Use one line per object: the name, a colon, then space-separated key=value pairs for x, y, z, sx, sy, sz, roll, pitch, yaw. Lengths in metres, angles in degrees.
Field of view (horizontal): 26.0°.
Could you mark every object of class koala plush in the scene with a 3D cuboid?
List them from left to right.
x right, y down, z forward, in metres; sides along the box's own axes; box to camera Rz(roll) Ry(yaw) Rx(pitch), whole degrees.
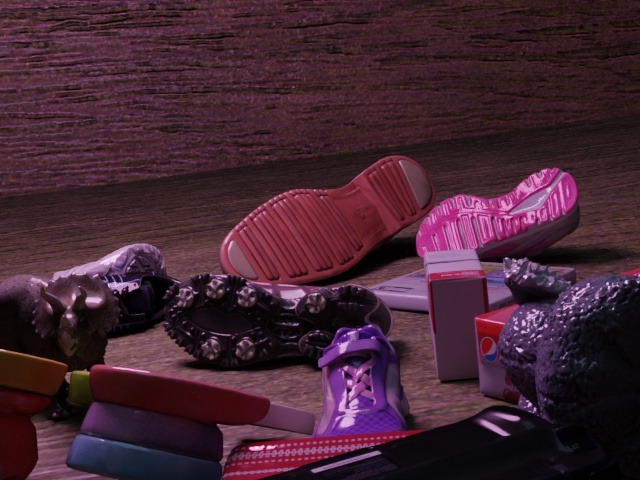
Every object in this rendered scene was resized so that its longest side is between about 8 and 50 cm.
koala plush: x=0.222 y=0.094 z=1.143 sx=0.203 sy=0.196 sz=0.221 roll=-10 pitch=9 yaw=-24

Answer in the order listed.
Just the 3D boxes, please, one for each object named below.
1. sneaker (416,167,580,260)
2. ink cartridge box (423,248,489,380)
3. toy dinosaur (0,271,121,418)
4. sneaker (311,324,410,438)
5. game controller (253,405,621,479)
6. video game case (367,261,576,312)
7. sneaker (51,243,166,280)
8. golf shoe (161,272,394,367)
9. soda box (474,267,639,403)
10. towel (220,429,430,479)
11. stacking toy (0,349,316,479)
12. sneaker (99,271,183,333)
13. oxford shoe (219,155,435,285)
sneaker: x=0.260 y=-0.011 z=1.971 sx=0.252 sy=0.103 sz=0.111 roll=-16 pitch=-32 yaw=23
ink cartridge box: x=0.149 y=0.077 z=1.500 sx=0.063 sy=0.109 sz=0.150 roll=-6 pitch=11 yaw=4
toy dinosaur: x=-0.298 y=0.098 z=1.503 sx=0.121 sy=0.160 sz=0.313 roll=-14 pitch=14 yaw=-36
sneaker: x=0.034 y=0.139 z=1.256 sx=0.095 sy=0.105 sz=0.236 roll=-4 pitch=12 yaw=3
game controller: x=0.042 y=0.182 z=0.952 sx=0.319 sy=0.067 sz=0.166 roll=-12 pitch=4 yaw=-21
video game case: x=0.190 y=0.061 z=1.797 sx=0.212 sy=0.023 sz=0.193 roll=3 pitch=14 yaw=43
sneaker: x=-0.312 y=0.058 z=1.921 sx=0.115 sy=0.090 sz=0.232 roll=-2 pitch=10 yaw=38
golf shoe: x=-0.048 y=0.097 z=1.602 sx=0.272 sy=0.105 sz=0.120 roll=4 pitch=-2 yaw=18
soda box: x=0.284 y=0.093 z=1.413 sx=0.263 sy=0.084 sz=0.092 roll=-14 pitch=13 yaw=-35
towel: x=0.018 y=0.209 z=0.995 sx=0.198 sy=0.031 sz=0.275 roll=-4 pitch=17 yaw=3
stacking toy: x=-0.179 y=0.187 z=1.253 sx=0.308 sy=0.130 sz=0.279 roll=5 pitch=-11 yaw=33
sneaker: x=-0.277 y=0.081 z=1.791 sx=0.090 sy=0.081 sz=0.232 roll=-6 pitch=7 yaw=41
oxford shoe: x=0.000 y=0.000 z=2.051 sx=0.397 sy=0.140 sz=0.146 roll=-20 pitch=-14 yaw=-38
